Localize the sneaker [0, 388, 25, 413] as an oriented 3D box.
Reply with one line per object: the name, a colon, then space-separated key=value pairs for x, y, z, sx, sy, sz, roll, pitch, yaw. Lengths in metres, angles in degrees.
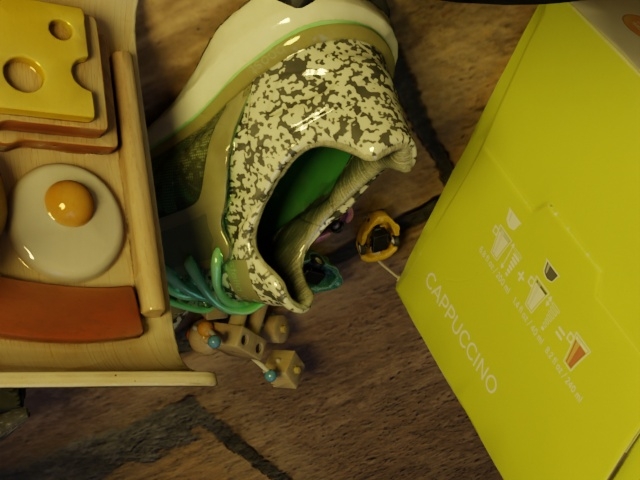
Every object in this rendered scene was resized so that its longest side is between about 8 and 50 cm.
sneaker: x=-0.302 y=0.062 z=0.854 sx=0.130 sy=0.109 sz=0.286 roll=-4 pitch=136 yaw=-13

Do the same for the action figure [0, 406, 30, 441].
action figure: x=-0.406 y=0.200 z=0.903 sx=0.330 sy=0.178 sz=0.341 roll=8 pitch=178 yaw=-2

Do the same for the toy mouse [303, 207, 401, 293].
toy mouse: x=0.000 y=0.000 z=0.989 sx=0.143 sy=0.031 sz=0.161 roll=-18 pitch=141 yaw=-8

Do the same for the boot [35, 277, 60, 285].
boot: x=-0.305 y=-0.018 z=0.670 sx=0.348 sy=0.260 sz=0.131 roll=-25 pitch=179 yaw=-28

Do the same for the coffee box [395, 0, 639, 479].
coffee box: x=0.318 y=0.033 z=0.921 sx=0.334 sy=0.337 sz=0.338 roll=3 pitch=130 yaw=-29

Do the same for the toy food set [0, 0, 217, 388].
toy food set: x=-0.181 y=-0.059 z=0.623 sx=0.220 sy=0.306 sz=0.092 roll=3 pitch=155 yaw=-31

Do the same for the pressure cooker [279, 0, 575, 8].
pressure cooker: x=0.075 y=-0.292 z=0.393 sx=0.370 sy=0.375 sz=0.420 roll=-1 pitch=149 yaw=18

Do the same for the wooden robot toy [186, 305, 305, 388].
wooden robot toy: x=-0.086 y=0.084 z=1.038 sx=0.079 sy=0.076 sz=0.173 roll=-2 pitch=154 yaw=33

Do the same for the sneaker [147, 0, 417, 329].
sneaker: x=-0.078 y=-0.002 z=0.824 sx=0.158 sy=0.182 sz=0.410 roll=16 pitch=128 yaw=-39
